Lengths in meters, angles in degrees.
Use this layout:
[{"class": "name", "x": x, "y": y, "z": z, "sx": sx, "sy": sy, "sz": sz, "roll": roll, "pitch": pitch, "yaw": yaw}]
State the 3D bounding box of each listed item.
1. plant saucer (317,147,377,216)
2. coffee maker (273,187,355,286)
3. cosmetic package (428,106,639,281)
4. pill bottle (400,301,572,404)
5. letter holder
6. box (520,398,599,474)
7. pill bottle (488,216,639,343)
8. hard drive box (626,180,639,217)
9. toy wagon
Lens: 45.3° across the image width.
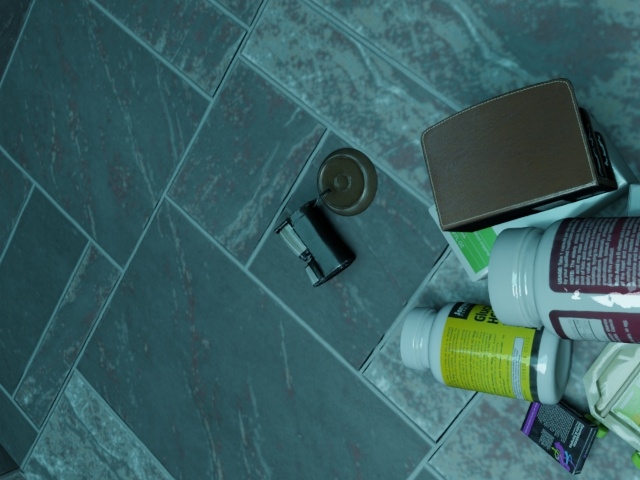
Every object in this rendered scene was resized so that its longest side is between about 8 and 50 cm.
[{"class": "plant saucer", "x": 0.058, "y": -0.142, "z": 1.873, "sx": 0.169, "sy": 0.029, "sz": 0.168, "roll": 3, "pitch": 97, "yaw": 29}, {"class": "coffee maker", "x": 0.000, "y": 0.000, "z": 1.859, "sx": 0.178, "sy": 0.120, "sz": 0.171, "roll": 52, "pitch": 131, "yaw": 7}, {"class": "cosmetic package", "x": 0.436, "y": -0.091, "z": 1.586, "sx": 0.366, "sy": 0.155, "sz": 0.196, "roll": -39, "pitch": 73, "yaw": 28}, {"class": "pill bottle", "x": 0.352, "y": 0.232, "z": 1.648, "sx": 0.334, "sy": 0.188, "sz": 0.187, "roll": 5, "pitch": 98, "yaw": 29}, {"class": "letter holder", "x": 0.366, "y": -0.157, "z": 1.449, "sx": 0.302, "sy": 0.152, "sz": 0.214, "roll": -18, "pitch": 80, "yaw": 32}, {"class": "box", "x": 0.503, "y": 0.399, "z": 1.625, "sx": 0.162, "sy": 0.029, "sz": 0.116, "roll": 41, "pitch": 121, "yaw": 53}, {"class": "pill bottle", "x": 0.514, "y": 0.068, "z": 1.348, "sx": 0.392, "sy": 0.224, "sz": 0.223, "roll": 0, "pitch": 95, "yaw": 36}, {"class": "hard drive box", "x": 0.702, "y": -0.058, "z": 1.418, "sx": 0.232, "sy": 0.181, "sz": 0.089, "roll": 9, "pitch": 101, "yaw": 30}, {"class": "toy wagon", "x": 0.701, "y": 0.340, "z": 1.526, "sx": 0.344, "sy": 0.068, "sz": 0.267, "roll": 37, "pitch": 112, "yaw": 21}]
